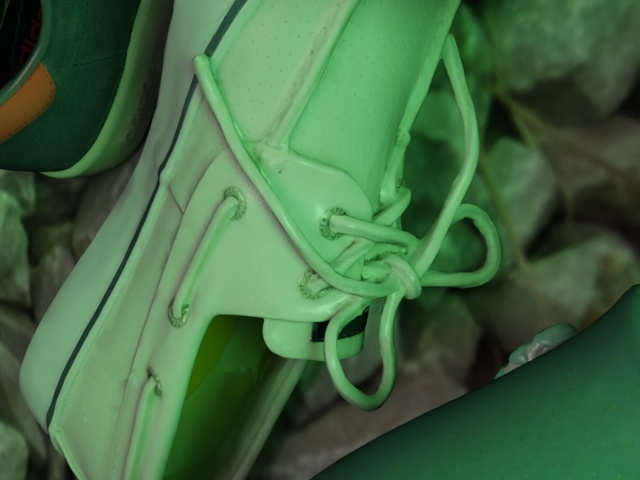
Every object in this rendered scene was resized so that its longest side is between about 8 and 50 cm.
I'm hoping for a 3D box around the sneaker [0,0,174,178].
[{"bbox_3d":[-0.133,-0.201,0.698,0.131,0.148,0.350,17,101,39],"label":"sneaker"}]

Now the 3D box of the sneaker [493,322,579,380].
[{"bbox_3d":[0.095,0.086,0.584,0.069,0.038,0.098,43,126,29],"label":"sneaker"}]

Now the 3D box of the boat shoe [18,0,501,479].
[{"bbox_3d":[-0.007,0.002,0.603,0.156,0.136,0.367,50,122,29],"label":"boat shoe"}]

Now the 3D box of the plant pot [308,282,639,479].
[{"bbox_3d":[0.081,0.161,0.460,0.255,0.271,0.272,-49,61,17],"label":"plant pot"}]
